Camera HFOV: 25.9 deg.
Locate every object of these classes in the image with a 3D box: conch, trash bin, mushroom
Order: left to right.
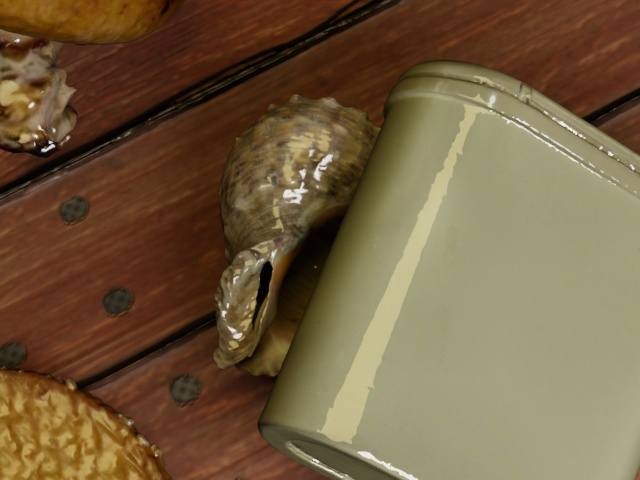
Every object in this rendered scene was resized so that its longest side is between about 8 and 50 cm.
[{"bbox_3d":[-0.265,-0.236,0.979,0.345,0.345,0.259,41,109,22],"label":"mushroom"},{"bbox_3d":[0.000,0.000,0.907,0.155,0.130,0.207,16,60,12],"label":"conch"},{"bbox_3d":[0.108,0.051,0.840,0.243,0.121,0.247,30,71,-15],"label":"trash bin"}]

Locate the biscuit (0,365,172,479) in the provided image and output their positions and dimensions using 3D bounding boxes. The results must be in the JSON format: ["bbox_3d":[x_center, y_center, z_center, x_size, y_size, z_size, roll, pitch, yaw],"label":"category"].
[{"bbox_3d":[-0.225,0.223,0.885,0.305,0.038,0.305,-3,66,7],"label":"biscuit"}]
